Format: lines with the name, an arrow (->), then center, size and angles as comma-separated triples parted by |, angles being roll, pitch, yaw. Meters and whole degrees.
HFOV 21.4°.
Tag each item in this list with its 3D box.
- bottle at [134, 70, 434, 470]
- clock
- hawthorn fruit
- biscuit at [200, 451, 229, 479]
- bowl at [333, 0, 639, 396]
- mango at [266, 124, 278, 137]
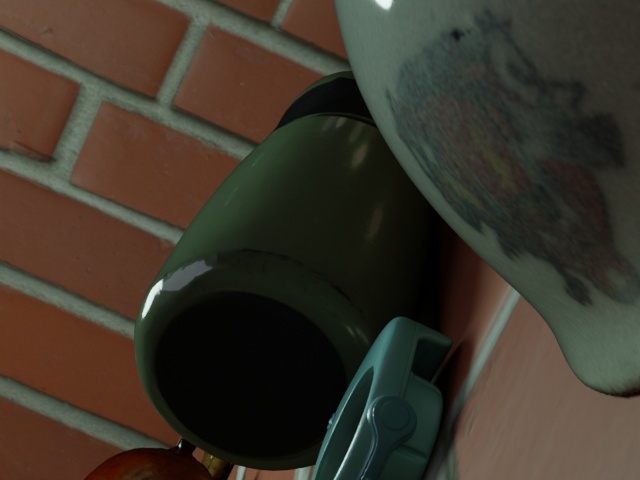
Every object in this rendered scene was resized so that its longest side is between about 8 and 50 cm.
bottle -> -0.001, 0.000, 1.180 | 0.168, 0.168, 0.347 | -63, 1, 33
clock -> 0.029, 0.119, 0.924 | 0.147, 0.045, 0.108 | -74, 8, -55
hawthorn fruit -> -0.164, 0.274, 1.630 | 0.188, 0.169, 0.169 | -62, 4, -13
biscuit -> -0.106, 0.224, 2.035 | 0.188, 0.027, 0.188 | -63, 5, 11
bowl -> 0.106, -0.176, 0.633 | 0.435, 0.196, 0.434 | -156, 90, -86
mango -> -0.008, -0.014, 1.445 | 0.166, 0.136, 0.236 | -43, 18, -10
